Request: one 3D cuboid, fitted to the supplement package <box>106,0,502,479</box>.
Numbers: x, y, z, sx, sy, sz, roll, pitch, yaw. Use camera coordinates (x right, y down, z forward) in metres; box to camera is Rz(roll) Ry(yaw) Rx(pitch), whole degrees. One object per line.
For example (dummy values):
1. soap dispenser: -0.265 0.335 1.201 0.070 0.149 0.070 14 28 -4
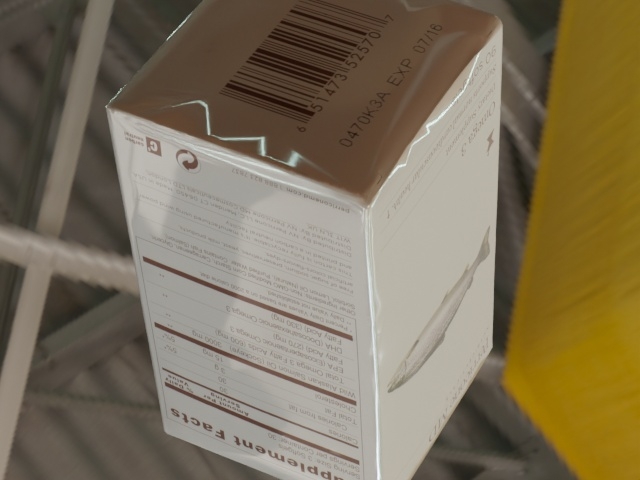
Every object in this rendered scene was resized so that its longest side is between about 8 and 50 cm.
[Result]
1. supplement package: 0.000 0.000 0.670 0.105 0.179 0.105 20 -129 21
